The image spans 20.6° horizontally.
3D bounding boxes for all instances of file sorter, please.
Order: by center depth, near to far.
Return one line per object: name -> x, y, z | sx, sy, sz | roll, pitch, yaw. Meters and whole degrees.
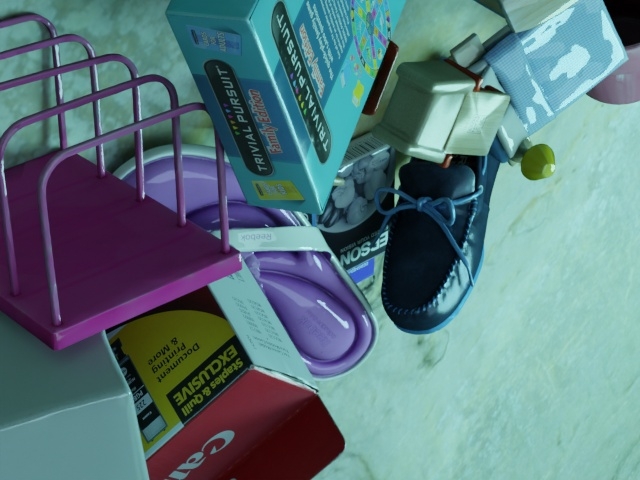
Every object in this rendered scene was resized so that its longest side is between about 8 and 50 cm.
file sorter -> -0.241, -0.070, 1.588 | 0.202, 0.290, 0.182 | -23, 126, -34

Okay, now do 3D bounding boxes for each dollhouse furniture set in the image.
dollhouse furniture set -> 0.052, -0.173, 1.832 | 0.135, 0.259, 0.262 | -1, 118, -50
dollhouse furniture set -> 0.287, -0.233, 1.887 | 0.286, 0.198, 0.303 | -36, 125, -7

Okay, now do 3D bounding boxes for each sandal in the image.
sandal -> -0.062, 0.032, 1.913 | 0.169, 0.102, 0.416 | -49, 128, 5

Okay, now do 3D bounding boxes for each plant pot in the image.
plant pot -> 0.362, -0.266, 2.150 | 0.201, 0.201, 0.180 | -47, 154, -13

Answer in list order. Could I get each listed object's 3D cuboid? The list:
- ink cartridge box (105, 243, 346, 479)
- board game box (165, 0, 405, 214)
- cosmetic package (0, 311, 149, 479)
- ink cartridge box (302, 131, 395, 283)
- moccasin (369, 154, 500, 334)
ink cartridge box -> -0.169, 0.182, 1.750 | 0.309, 0.272, 0.130 | -42, 147, 14
board game box -> -0.010, -0.234, 1.554 | 0.254, 0.079, 0.336 | 69, 36, -50
cosmetic package -> -0.399, 0.187, 1.537 | 0.453, 0.230, 0.162 | -16, 127, -14
ink cartridge box -> 0.000, 0.000, 2.053 | 0.206, 0.045, 0.208 | -26, 131, -32
moccasin -> 0.128, -0.058, 2.039 | 0.117, 0.137, 0.342 | 62, 35, -52
